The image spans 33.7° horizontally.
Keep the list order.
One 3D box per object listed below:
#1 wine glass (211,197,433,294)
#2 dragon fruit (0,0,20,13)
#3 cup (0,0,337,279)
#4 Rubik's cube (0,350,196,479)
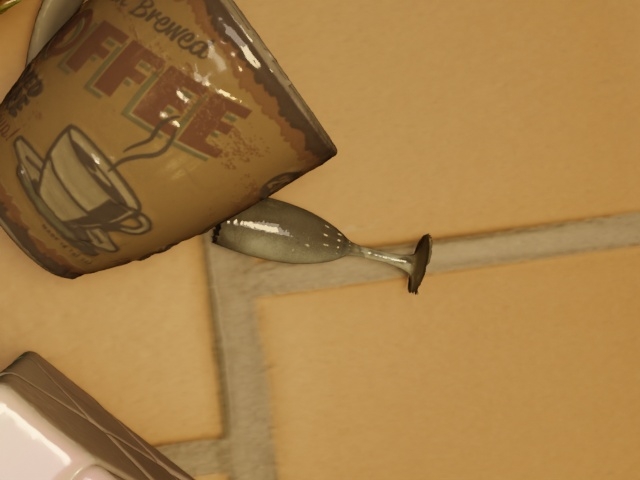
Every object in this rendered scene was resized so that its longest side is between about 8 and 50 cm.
[{"bbox_3d":[0.000,0.000,0.978,0.198,0.066,0.066,14,85,-10],"label":"wine glass"},{"bbox_3d":[-0.297,-0.298,0.836,0.130,0.295,0.268,-8,118,-35],"label":"dragon fruit"},{"bbox_3d":[-0.170,-0.125,0.894,0.257,0.227,0.301,-33,63,3],"label":"cup"},{"bbox_3d":[-0.215,0.305,0.797,0.319,0.322,0.316,41,80,-8],"label":"Rubik's cube"}]
